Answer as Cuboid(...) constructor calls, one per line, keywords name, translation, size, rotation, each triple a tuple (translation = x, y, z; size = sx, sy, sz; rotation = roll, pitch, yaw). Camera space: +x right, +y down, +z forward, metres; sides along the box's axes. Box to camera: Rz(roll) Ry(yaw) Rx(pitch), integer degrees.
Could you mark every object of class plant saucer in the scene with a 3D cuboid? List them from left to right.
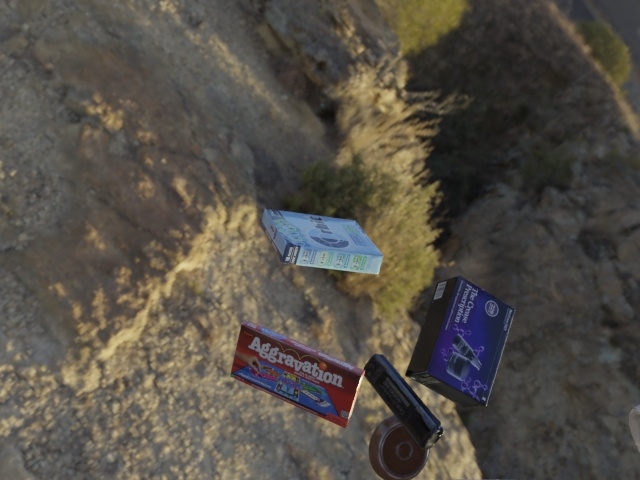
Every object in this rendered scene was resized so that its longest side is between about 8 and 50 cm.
Cuboid(name="plant saucer", translation=(0.199, 0.512, 2.108), size=(0.168, 0.168, 0.029), rotation=(50, -18, -11))

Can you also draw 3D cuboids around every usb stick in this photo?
Cuboid(name="usb stick", translation=(0.190, 0.373, 2.012), size=(0.045, 0.077, 0.278), rotation=(21, 19, -42))

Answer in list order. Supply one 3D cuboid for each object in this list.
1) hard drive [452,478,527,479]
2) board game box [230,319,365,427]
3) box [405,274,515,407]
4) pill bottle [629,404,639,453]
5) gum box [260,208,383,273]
Cuboid(name="hard drive", translation=(0.398, 0.718, 2.163), size=(0.353, 0.233, 0.047), rotation=(-38, 118, -60))
Cuboid(name="board game box", translation=(-0.054, 0.285, 1.840), size=(0.281, 0.145, 0.027), rotation=(21, 27, 14))
Cuboid(name="box", translation=(0.340, 0.245, 2.077), size=(0.184, 0.103, 0.261), rotation=(31, 65, -19))
Cuboid(name="pill bottle", translation=(0.654, 0.302, 1.448), size=(0.131, 0.229, 0.131), rotation=(160, -90, -82))
Cuboid(name="gum box", translation=(0.000, 0.000, 1.547), size=(0.184, 0.041, 0.157), rotation=(7, 23, -21))
